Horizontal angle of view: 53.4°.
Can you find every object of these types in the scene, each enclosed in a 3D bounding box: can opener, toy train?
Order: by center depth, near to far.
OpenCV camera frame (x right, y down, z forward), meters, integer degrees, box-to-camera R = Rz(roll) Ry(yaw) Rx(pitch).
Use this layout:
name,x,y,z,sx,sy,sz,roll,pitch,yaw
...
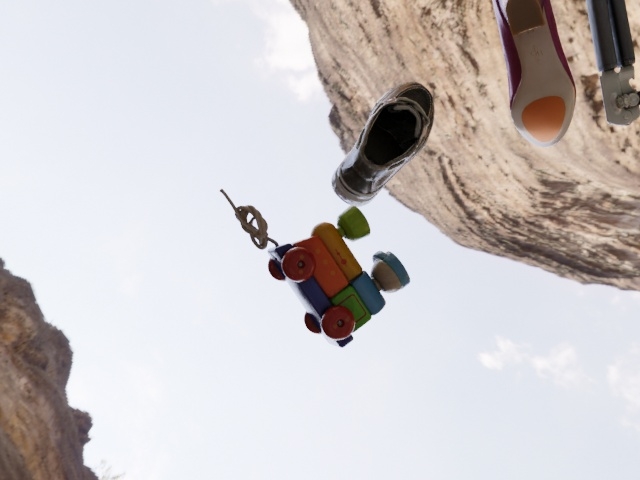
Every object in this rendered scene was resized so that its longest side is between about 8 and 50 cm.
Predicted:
name,x,y,z,sx,sy,sz,roll,pitch,yaw
toy train,0.000,0.000,0.818,0.143,0.105,0.248,-35,-83,-15
can opener,0.585,-0.366,1.287,0.074,0.093,0.280,-14,-80,-5

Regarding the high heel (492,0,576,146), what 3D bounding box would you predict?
name,x,y,z,sx,sy,sz,roll,pitch,yaw
high heel,0.264,-0.235,0.803,0.082,0.117,0.244,-16,-47,24

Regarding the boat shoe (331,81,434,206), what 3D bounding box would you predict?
name,x,y,z,sx,sy,sz,roll,pitch,yaw
boat shoe,0.139,-0.189,1.114,0.121,0.119,0.335,37,-128,-7
